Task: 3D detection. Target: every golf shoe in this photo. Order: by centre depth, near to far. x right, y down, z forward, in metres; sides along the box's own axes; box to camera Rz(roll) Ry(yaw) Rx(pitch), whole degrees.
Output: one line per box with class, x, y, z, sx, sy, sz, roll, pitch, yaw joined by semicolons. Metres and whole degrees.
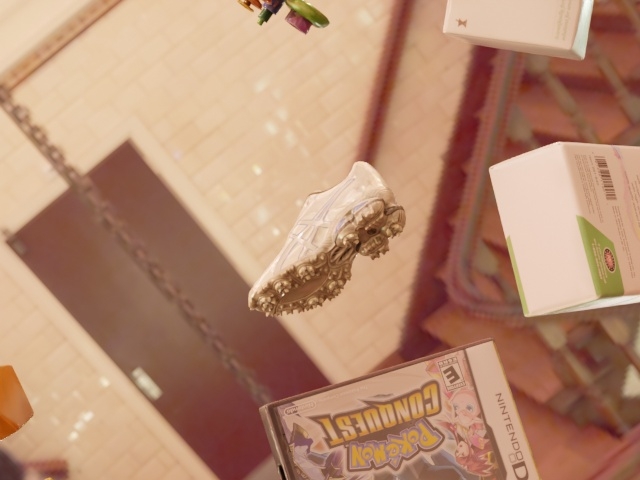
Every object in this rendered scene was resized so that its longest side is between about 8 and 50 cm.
golf shoe;0.000;0.000;1.250;0.176;0.069;0.086;-38;48;22

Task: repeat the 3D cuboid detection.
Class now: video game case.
video game case;0.100;0.256;1.443;0.275;0.248;0.035;-14;-9;-21

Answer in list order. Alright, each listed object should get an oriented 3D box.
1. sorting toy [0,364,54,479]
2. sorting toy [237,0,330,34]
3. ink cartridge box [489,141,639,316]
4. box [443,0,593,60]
sorting toy;-0.177;0.132;0.534;0.041;0.229;0.307;-29;-9;12
sorting toy;-0.043;-0.224;1.321;0.042;0.102;0.061;-55;17;3
ink cartridge box;0.361;-0.015;1.789;0.117;0.201;0.278;-20;-11;38
box;0.156;-0.196;1.038;0.102;0.101;0.087;11;5;17
